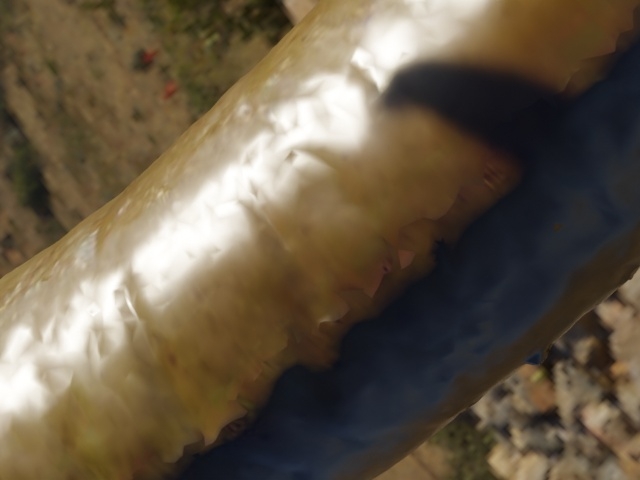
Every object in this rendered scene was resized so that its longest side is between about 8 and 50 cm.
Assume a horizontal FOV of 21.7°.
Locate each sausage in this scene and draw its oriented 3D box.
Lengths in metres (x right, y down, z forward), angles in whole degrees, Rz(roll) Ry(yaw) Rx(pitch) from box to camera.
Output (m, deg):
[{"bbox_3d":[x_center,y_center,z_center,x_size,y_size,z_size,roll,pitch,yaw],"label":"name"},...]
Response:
[{"bbox_3d":[0.002,0.002,0.517,0.123,0.501,0.136,17,-142,-57],"label":"sausage"}]
